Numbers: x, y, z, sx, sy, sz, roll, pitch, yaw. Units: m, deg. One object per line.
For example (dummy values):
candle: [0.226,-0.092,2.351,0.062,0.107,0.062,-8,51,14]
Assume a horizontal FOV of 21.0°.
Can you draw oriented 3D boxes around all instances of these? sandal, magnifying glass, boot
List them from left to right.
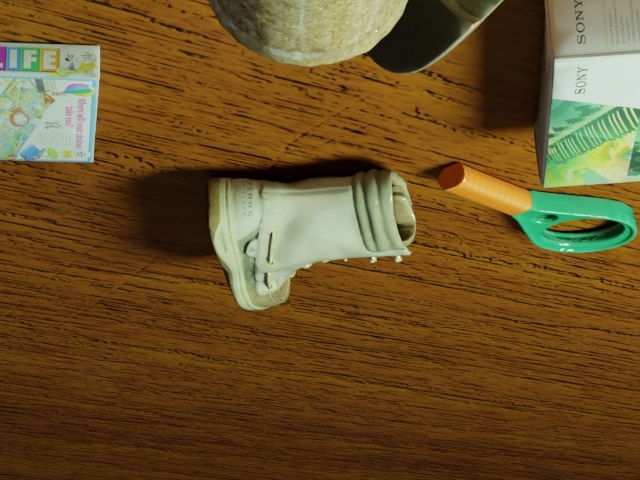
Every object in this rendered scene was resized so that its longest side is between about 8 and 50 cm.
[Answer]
boot: [0.000,0.000,1.471,0.165,0.077,0.213,-6,157,6]
sandal: [0.123,-0.183,0.989,0.240,0.088,0.079,-36,179,36]
magnifying glass: [0.187,-0.028,1.489,0.092,0.026,0.231,-19,156,41]

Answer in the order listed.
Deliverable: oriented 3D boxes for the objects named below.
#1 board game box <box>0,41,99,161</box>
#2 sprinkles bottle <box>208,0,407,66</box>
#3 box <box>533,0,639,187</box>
board game box: [-0.213,-0.098,1.248,0.103,0.026,0.154,2,160,-9]
sprinkles bottle: [-0.001,-0.207,0.818,0.121,0.121,0.355,-1,161,-2]
box: [0.314,-0.110,1.212,0.322,0.058,0.232,-3,160,5]
